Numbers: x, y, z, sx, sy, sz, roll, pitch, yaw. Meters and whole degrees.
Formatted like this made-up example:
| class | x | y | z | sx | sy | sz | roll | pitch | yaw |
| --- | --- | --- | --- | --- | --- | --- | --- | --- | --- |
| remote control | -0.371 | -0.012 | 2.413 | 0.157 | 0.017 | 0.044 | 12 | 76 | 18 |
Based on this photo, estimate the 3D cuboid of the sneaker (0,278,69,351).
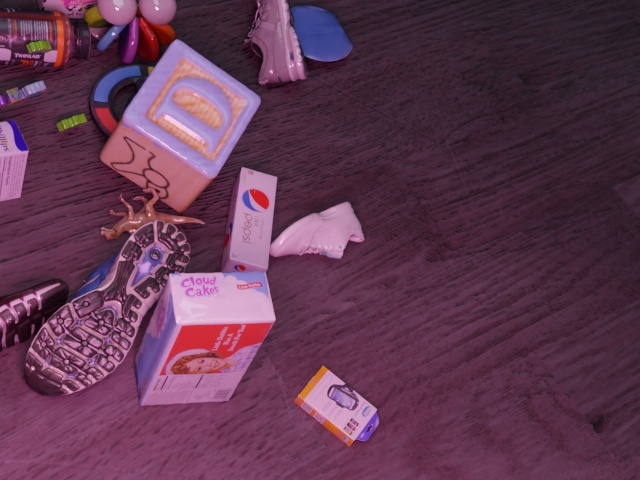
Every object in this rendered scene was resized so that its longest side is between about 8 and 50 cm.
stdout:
| class | x | y | z | sx | sy | sz | roll | pitch | yaw |
| --- | --- | --- | --- | --- | --- | --- | --- | --- | --- |
| sneaker | -0.536 | 0.100 | 1.562 | 0.162 | 0.106 | 0.281 | 43 | 51 | 15 |

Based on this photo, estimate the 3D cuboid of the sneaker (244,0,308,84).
| class | x | y | z | sx | sy | sz | roll | pitch | yaw |
| --- | --- | --- | --- | --- | --- | --- | --- | --- | --- |
| sneaker | -0.113 | -0.452 | 2.149 | 0.115 | 0.105 | 0.281 | -16 | 62 | 3 |

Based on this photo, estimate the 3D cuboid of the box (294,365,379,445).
| class | x | y | z | sx | sy | sz | roll | pitch | yaw |
| --- | --- | --- | --- | --- | --- | --- | --- | --- | --- |
| box | 0.032 | 0.284 | 1.724 | 0.136 | 0.028 | 0.081 | 40 | 50 | 5 |

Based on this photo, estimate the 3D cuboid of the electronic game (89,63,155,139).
| class | x | y | z | sx | sy | sz | roll | pitch | yaw |
| --- | --- | --- | --- | --- | --- | --- | --- | --- | --- |
| electronic game | -0.325 | -0.248 | 1.948 | 0.229 | 0.048 | 0.229 | 12 | 52 | -16 |

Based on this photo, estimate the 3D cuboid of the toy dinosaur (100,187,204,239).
| class | x | y | z | sx | sy | sz | roll | pitch | yaw |
| --- | --- | --- | --- | --- | --- | --- | --- | --- | --- |
| toy dinosaur | -0.306 | -0.042 | 1.813 | 0.183 | 0.053 | 0.092 | -10 | 75 | -21 |

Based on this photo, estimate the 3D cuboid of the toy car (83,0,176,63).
| class | x | y | z | sx | sy | sz | roll | pitch | yaw |
| --- | --- | --- | --- | --- | --- | --- | --- | --- | --- |
| toy car | -0.368 | -0.413 | 1.998 | 0.182 | 0.159 | 0.136 | -6 | 86 | -28 |

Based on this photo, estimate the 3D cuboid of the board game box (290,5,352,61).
| class | x | y | z | sx | sy | sz | roll | pitch | yaw |
| --- | --- | --- | --- | --- | --- | --- | --- | --- | --- |
| board game box | -0.011 | -0.444 | 2.242 | 0.133 | 0.033 | 0.168 | -13 | 62 | -29 |

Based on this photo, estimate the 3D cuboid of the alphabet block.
| class | x | y | z | sx | sy | sz | roll | pitch | yaw |
| --- | --- | --- | --- | --- | --- | --- | --- | --- | --- |
| alphabet block | -0.250 | -0.197 | 1.804 | 0.192 | 0.197 | 0.193 | 36 | 62 | -11 |

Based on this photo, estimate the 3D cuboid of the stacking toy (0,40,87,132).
| class | x | y | z | sx | sy | sz | roll | pitch | yaw |
| --- | --- | --- | --- | --- | --- | --- | --- | --- | --- |
| stacking toy | -0.545 | -0.253 | 1.815 | 0.221 | 0.052 | 0.167 | -26 | 95 | -36 |

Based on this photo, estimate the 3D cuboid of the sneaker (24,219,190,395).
| class | x | y | z | sx | sy | sz | roll | pitch | yaw |
| --- | --- | --- | --- | --- | --- | --- | --- | --- | --- |
| sneaker | -0.339 | 0.116 | 1.630 | 0.130 | 0.147 | 0.330 | 44 | 67 | -7 |

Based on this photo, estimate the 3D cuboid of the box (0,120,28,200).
| class | x | y | z | sx | sy | sz | roll | pitch | yaw |
| --- | --- | --- | --- | --- | --- | --- | --- | --- | --- |
| box | -0.567 | -0.124 | 1.698 | 0.137 | 0.126 | 0.072 | -13 | 60 | -32 |

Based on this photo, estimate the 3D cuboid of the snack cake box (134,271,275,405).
| class | x | y | z | sx | sy | sz | roll | pitch | yaw |
| --- | --- | --- | --- | --- | --- | --- | --- | --- | --- |
| snack cake box | -0.184 | 0.154 | 1.567 | 0.152 | 0.264 | 0.089 | 2 | 55 | -23 |

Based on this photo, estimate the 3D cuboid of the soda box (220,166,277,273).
| class | x | y | z | sx | sy | sz | roll | pitch | yaw |
| --- | --- | --- | --- | --- | --- | --- | --- | --- | --- |
| soda box | -0.129 | -0.026 | 1.855 | 0.074 | 0.069 | 0.216 | 15 | 52 | -14 |

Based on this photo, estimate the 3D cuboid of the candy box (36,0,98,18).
| class | x | y | z | sx | sy | sz | roll | pitch | yaw |
| --- | --- | --- | --- | --- | --- | --- | --- | --- | --- |
| candy box | -0.459 | -0.526 | 1.998 | 0.165 | 0.196 | 0.070 | -5 | 57 | -27 |

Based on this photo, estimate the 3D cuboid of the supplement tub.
| class | x | y | z | sx | sy | sz | roll | pitch | yaw |
| --- | --- | --- | --- | --- | --- | --- | --- | --- | --- |
| supplement tub | -0.535 | -0.379 | 1.914 | 0.198 | 0.106 | 0.106 | -2 | 57 | -25 |

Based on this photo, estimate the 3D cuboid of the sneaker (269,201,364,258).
| class | x | y | z | sx | sy | sz | roll | pitch | yaw |
| --- | --- | --- | --- | --- | --- | --- | --- | --- | --- |
| sneaker | 0.000 | 0.000 | 1.895 | 0.212 | 0.080 | 0.094 | -24 | 80 | -37 |
